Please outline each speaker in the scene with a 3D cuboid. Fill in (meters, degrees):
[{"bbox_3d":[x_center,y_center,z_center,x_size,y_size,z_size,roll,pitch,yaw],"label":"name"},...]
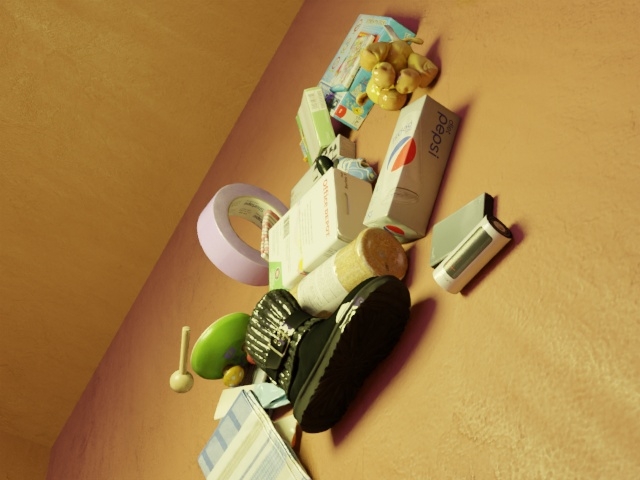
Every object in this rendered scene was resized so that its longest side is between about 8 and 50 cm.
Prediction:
[{"bbox_3d":[0.244,0.024,1.160,0.136,0.055,0.055,-50,24,27],"label":"speaker"}]

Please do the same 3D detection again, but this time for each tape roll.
[{"bbox_3d":[-0.181,-0.017,1.888,0.090,0.275,0.274,-47,26,36],"label":"tape roll"}]

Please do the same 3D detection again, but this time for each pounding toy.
[{"bbox_3d":[-0.211,0.272,1.637,0.110,0.237,0.182,37,119,33],"label":"pounding toy"}]

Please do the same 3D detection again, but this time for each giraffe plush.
[{"bbox_3d":[0.165,-0.389,1.739,0.170,0.182,0.210,109,161,-48],"label":"giraffe plush"}]

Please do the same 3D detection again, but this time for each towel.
[{"bbox_3d":[-0.085,0.014,1.813,0.029,0.144,0.197,-44,27,27],"label":"towel"},{"bbox_3d":[-0.129,0.451,1.389,0.209,0.034,0.285,-57,45,12],"label":"towel"}]

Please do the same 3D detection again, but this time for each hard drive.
[{"bbox_3d":[0.244,-0.014,1.251,0.135,0.022,0.094,-38,31,47],"label":"hard drive"}]

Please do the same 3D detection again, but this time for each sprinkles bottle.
[{"bbox_3d":[0.025,0.103,1.476,0.355,0.121,0.121,-40,30,45],"label":"sprinkles bottle"}]

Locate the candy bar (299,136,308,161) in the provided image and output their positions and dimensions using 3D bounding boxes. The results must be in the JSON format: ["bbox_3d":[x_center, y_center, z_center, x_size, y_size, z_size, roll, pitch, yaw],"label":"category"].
[{"bbox_3d":[-0.046,-0.292,2.277,0.040,0.018,0.161,-55,21,20],"label":"candy bar"}]

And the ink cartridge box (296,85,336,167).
[{"bbox_3d":[-0.015,-0.320,2.068,0.235,0.056,0.171,124,131,-79],"label":"ink cartridge box"}]

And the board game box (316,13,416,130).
[{"bbox_3d":[0.110,-0.489,2.060,0.302,0.086,0.308,-58,21,10],"label":"board game box"}]

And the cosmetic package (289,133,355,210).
[{"bbox_3d":[0.003,-0.170,1.953,0.239,0.060,0.098,-47,25,35],"label":"cosmetic package"}]

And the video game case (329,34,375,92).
[{"bbox_3d":[0.085,-0.482,1.965,0.166,0.015,0.119,-62,21,0],"label":"video game case"}]

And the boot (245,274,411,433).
[{"bbox_3d":[-0.004,0.156,1.355,0.348,0.131,0.260,-57,41,15],"label":"boot"}]

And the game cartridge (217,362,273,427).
[{"bbox_3d":[-0.167,0.378,1.685,0.196,0.060,0.294,-28,39,50],"label":"game cartridge"}]

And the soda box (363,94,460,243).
[{"bbox_3d":[0.185,-0.143,1.443,0.091,0.098,0.286,-20,45,60],"label":"soda box"}]

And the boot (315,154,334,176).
[{"bbox_3d":[0.027,-0.153,1.807,0.045,0.121,0.099,-24,16,3],"label":"boot"}]

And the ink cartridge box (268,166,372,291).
[{"bbox_3d":[0.000,0.000,1.630,0.278,0.117,0.201,-43,39,41],"label":"ink cartridge box"}]

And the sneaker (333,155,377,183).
[{"bbox_3d":[0.086,-0.163,1.755,0.081,0.080,0.211,-33,25,6],"label":"sneaker"}]

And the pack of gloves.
[{"bbox_3d":[-0.130,0.386,1.536,0.232,0.046,0.195,-18,33,25],"label":"pack of gloves"}]
